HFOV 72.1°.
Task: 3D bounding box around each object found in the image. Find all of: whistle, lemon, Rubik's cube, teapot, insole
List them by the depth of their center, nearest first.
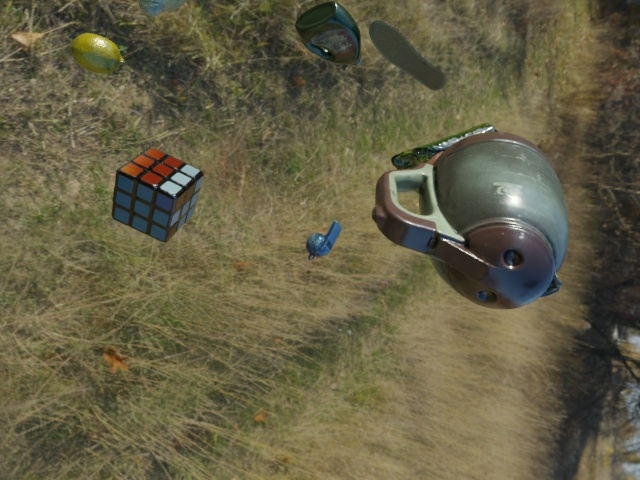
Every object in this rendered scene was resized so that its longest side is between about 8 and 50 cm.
[{"bbox_3d":[0.238,-0.037,0.710,0.312,0.315,0.233,-61,170,-57],"label":"teapot"},{"bbox_3d":[-0.501,-0.419,0.990,0.111,0.082,0.081,12,84,-17],"label":"lemon"},{"bbox_3d":[0.210,-0.447,1.076,0.232,0.080,0.003,38,57,-6],"label":"insole"},{"bbox_3d":[-0.422,-0.121,1.145,0.163,0.161,0.162,-67,-177,-55],"label":"Rubik's cube"},{"bbox_3d":[0.000,0.000,1.493,0.090,0.090,0.157,46,66,-48],"label":"whistle"}]

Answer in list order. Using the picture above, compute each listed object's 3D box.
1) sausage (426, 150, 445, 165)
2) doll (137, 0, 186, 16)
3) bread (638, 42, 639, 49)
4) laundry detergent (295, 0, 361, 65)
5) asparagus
[{"bbox_3d":[0.359,-0.103,1.078,0.114,0.259,0.113,-37,163,-13],"label":"sausage"},{"bbox_3d":[-0.452,-0.691,1.118,0.175,0.278,0.149,-44,180,-3],"label":"doll"},{"bbox_3d":[0.697,-0.304,0.836,0.077,0.139,0.270,89,7,-61],"label":"bread"},{"bbox_3d":[0.037,-0.488,1.079,0.211,0.138,0.062,18,65,-60],"label":"laundry detergent"},{"bbox_3d":[0.447,-0.311,1.561,0.108,0.382,0.128,91,-22,-66],"label":"asparagus"}]
